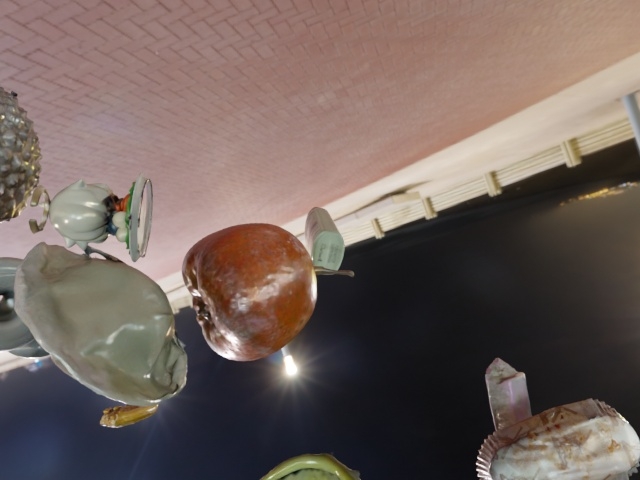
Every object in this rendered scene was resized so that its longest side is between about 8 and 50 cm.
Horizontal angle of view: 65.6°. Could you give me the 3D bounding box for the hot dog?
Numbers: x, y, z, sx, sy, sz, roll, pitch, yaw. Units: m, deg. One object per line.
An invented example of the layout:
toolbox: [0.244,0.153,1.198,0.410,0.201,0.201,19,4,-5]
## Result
hot dog: [0.370,0.334,0.780,0.253,0.131,0.069,-19,162,5]

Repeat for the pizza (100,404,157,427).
pizza: [-0.451,0.402,1.158,0.131,0.041,0.178,-14,172,19]

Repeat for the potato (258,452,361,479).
potato: [-0.012,0.509,0.769,0.330,0.280,0.212,-17,141,-15]

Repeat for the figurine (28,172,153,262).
figurine: [-0.321,-0.038,0.690,0.154,0.132,0.132,5,171,-11]

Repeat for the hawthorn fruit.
hawthorn fruit: [-0.119,0.070,0.867,0.231,0.263,0.235,14,148,28]

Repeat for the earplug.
earplug: [-0.705,0.162,1.153,0.214,0.175,0.325,-59,162,-19]

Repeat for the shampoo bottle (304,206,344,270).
shampoo bottle: [0.000,0.000,1.326,0.078,0.134,0.359,9,-168,-7]

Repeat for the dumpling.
dumpling: [-0.321,0.133,0.710,0.163,0.293,0.204,-35,-167,35]

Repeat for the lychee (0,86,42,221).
lychee: [-0.634,-0.152,0.841,0.300,0.300,0.300,-17,175,-1]

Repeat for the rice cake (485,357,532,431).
rice cake: [0.356,0.395,0.881,0.056,0.365,0.073,-11,177,44]
